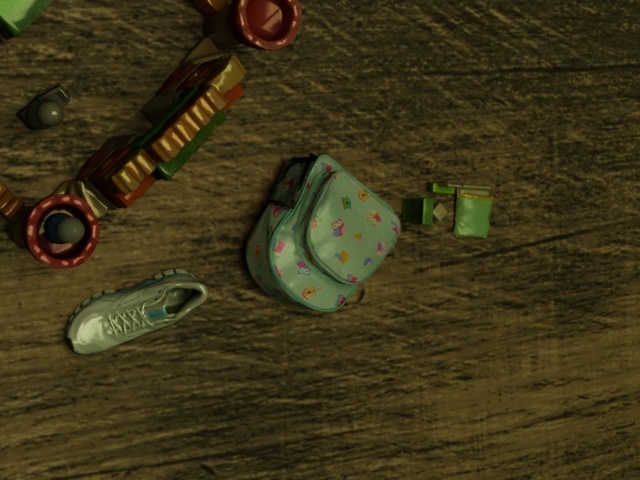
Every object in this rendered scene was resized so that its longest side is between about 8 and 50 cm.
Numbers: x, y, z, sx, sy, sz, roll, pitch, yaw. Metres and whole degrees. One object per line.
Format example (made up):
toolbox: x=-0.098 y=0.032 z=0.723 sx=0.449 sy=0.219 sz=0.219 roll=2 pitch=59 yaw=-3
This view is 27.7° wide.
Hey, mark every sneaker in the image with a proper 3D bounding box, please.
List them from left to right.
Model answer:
sneaker: x=-0.226 y=0.088 z=1.620 sx=0.191 sy=0.083 sz=0.071 roll=-27 pitch=106 yaw=-23

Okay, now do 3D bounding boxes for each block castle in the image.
block castle: x=-0.259 y=-0.211 z=1.516 sx=0.453 sy=0.213 sz=0.303 roll=-49 pitch=112 yaw=-18

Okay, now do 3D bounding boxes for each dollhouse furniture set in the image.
dollhouse furniture set: x=0.196 y=-0.043 z=1.850 sx=0.152 sy=0.058 sz=0.076 roll=3 pitch=91 yaw=-28

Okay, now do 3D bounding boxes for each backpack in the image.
backpack: x=0.000 y=0.000 z=1.704 sx=0.166 sy=0.144 sz=0.188 roll=40 pitch=77 yaw=-29
